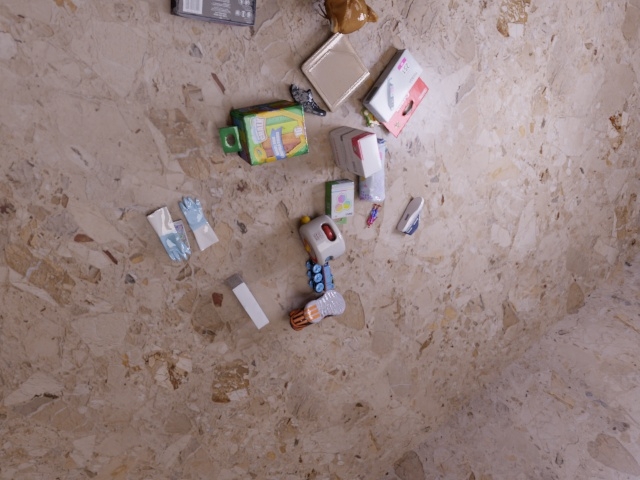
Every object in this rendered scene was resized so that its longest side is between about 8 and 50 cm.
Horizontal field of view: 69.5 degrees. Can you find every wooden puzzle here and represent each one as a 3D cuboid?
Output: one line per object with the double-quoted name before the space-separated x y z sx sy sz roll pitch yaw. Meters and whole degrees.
"wooden puzzle" 0.060 -0.652 1.782 0.221 0.044 0.239 -45 128 -4

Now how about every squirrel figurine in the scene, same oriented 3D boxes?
"squirrel figurine" 0.081 -0.873 1.482 0.280 0.397 0.371 -21 110 -23

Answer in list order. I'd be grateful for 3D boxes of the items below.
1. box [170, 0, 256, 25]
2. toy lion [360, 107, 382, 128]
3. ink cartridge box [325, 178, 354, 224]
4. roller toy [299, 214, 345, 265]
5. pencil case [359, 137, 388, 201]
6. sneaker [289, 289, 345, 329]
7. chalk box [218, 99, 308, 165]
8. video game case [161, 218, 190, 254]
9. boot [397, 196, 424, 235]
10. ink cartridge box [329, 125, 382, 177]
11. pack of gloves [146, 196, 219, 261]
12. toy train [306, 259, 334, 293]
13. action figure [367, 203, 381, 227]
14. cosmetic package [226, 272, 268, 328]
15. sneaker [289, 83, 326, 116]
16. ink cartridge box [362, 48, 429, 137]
"box" -0.339 -0.778 1.460 0.247 0.142 0.164 -2 113 -25
"toy lion" 0.226 -0.523 1.928 0.096 0.034 0.100 -41 123 -14
"ink cartridge box" 0.082 -0.154 1.992 0.108 0.062 0.210 -11 116 -24
"roller toy" 0.000 0.000 1.938 0.146 0.191 0.210 -28 121 -13
"pencil case" 0.225 -0.301 1.972 0.124 0.113 0.273 -18 119 -35
"sneaker" -0.029 0.320 2.114 0.321 0.180 0.125 -6 72 -53
"chalk box" -0.215 -0.387 1.669 0.288 0.179 0.181 -18 118 -20
"video game case" -0.555 -0.013 1.757 0.087 0.011 0.122 -19 118 -19
"boot" 0.446 -0.116 2.200 0.086 0.069 0.190 21 109 -39
"ink cartridge box" 0.138 -0.357 1.840 0.092 0.218 0.159 -28 121 -20
"pack of gloves" -0.508 -0.036 1.738 0.195 0.046 0.232 -32 123 -18
"toy train" 0.001 0.148 2.076 0.105 0.080 0.184 -21 117 -28
"action figure" 0.242 -0.110 2.115 0.038 0.030 0.115 14 106 -36
"cosmetic package" -0.306 0.257 1.950 0.060 0.099 0.239 -33 123 -11
"sneaker" -0.044 -0.536 1.769 0.170 0.051 0.089 7 112 -26
"ink cartridge box" 0.333 -0.601 1.912 0.238 0.060 0.275 36 85 -33
